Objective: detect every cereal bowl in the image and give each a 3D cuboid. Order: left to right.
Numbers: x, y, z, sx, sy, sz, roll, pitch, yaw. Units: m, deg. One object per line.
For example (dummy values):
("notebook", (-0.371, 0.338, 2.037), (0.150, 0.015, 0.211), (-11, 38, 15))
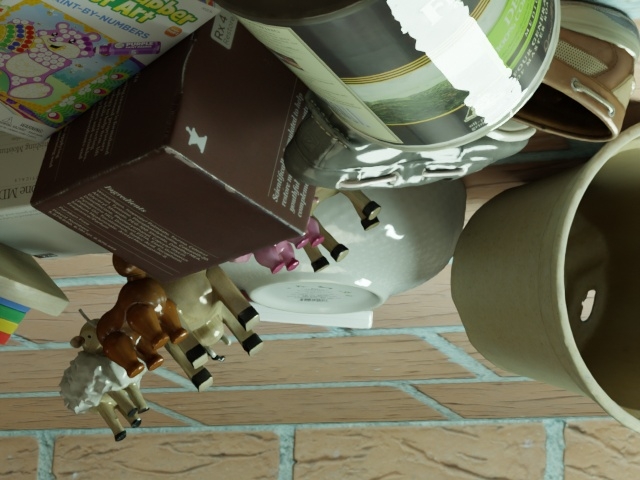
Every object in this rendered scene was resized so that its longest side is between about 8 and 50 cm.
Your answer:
("cereal bowl", (0.000, 0.000, 2.074), (0.339, 0.141, 0.339), (1, 164, 0))

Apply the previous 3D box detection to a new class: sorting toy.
("sorting toy", (-0.439, -0.006, 1.933), (0.255, 0.089, 0.257), (44, -170, 33))

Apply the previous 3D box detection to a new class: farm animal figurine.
("farm animal figurine", (-0.125, 0.023, 1.855), (0.330, 0.172, 0.327), (-30, 162, -28))

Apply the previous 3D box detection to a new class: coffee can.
("coffee can", (0.038, -0.197, 1.239), (0.201, 0.201, 0.275), (-3, 164, 20))

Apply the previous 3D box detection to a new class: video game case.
("video game case", (-0.052, 0.063, 2.297), (0.204, 0.025, 0.285), (4, -170, -8))

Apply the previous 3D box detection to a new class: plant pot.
("plant pot", (0.309, 0.042, 1.927), (0.334, 0.334, 0.305), (10, 174, -25))

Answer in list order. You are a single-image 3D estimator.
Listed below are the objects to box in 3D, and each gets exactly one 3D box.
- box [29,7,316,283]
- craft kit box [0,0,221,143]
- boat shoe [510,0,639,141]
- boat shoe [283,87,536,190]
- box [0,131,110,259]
("box", (-0.122, -0.086, 1.604), (0.167, 0.168, 0.203), (33, 146, -32))
("craft kit box", (-0.254, -0.187, 1.476), (0.247, 0.061, 0.250), (-34, 145, 33))
("boat shoe", (0.135, -0.155, 1.528), (0.324, 0.116, 0.123), (9, 163, -21))
("boat shoe", (0.079, -0.100, 1.625), (0.095, 0.112, 0.335), (-51, 156, 24))
("box", (-0.276, -0.063, 1.925), (0.181, 0.119, 0.182), (-7, 162, 29))
